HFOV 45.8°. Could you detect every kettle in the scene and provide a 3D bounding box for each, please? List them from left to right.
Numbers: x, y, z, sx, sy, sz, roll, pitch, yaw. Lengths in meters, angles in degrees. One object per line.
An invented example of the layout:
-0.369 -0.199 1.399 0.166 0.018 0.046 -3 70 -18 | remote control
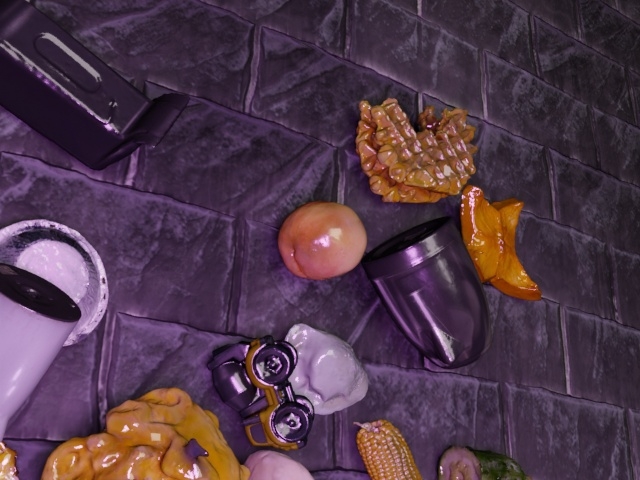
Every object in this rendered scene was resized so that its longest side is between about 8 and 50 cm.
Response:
-0.512 0.158 1.140 0.221 0.161 0.236 33 95 12 | kettle
0.272 0.128 1.733 0.324 0.228 0.321 62 19 -6 | kettle

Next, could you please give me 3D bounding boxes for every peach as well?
0.000 0.000 1.588 0.184 0.184 0.184 14 65 -31 | peach

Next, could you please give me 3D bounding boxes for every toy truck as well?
-0.109 0.292 1.426 0.165 0.147 0.224 -19 87 1 | toy truck

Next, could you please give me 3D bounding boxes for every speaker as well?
-0.455 -0.297 1.369 0.388 0.184 0.180 37 55 -18 | speaker

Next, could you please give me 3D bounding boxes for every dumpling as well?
0.012 0.262 1.537 0.219 0.108 0.152 38 54 -14 | dumpling

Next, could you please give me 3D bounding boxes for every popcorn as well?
-0.254 0.390 1.207 0.297 0.281 0.316 47 37 10 | popcorn

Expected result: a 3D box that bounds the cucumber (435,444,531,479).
0.385 0.529 1.696 0.244 0.134 0.134 16 64 -34 | cucumber

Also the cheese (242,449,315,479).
-0.065 0.498 1.347 0.251 0.174 0.247 6 78 -33 | cheese

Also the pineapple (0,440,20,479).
-0.553 0.369 1.134 0.221 0.047 0.221 17 60 -32 | pineapple

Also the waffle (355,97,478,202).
0.237 -0.222 1.861 0.324 0.151 0.261 -4 79 -33 | waffle

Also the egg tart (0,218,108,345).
-0.465 0.069 1.279 0.234 0.094 0.234 15 62 -30 | egg tart

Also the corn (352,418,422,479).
0.162 0.502 1.557 0.101 0.101 0.310 -22 85 -39 | corn

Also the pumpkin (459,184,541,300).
0.453 0.014 1.950 0.258 0.095 0.290 5 75 -43 | pumpkin
